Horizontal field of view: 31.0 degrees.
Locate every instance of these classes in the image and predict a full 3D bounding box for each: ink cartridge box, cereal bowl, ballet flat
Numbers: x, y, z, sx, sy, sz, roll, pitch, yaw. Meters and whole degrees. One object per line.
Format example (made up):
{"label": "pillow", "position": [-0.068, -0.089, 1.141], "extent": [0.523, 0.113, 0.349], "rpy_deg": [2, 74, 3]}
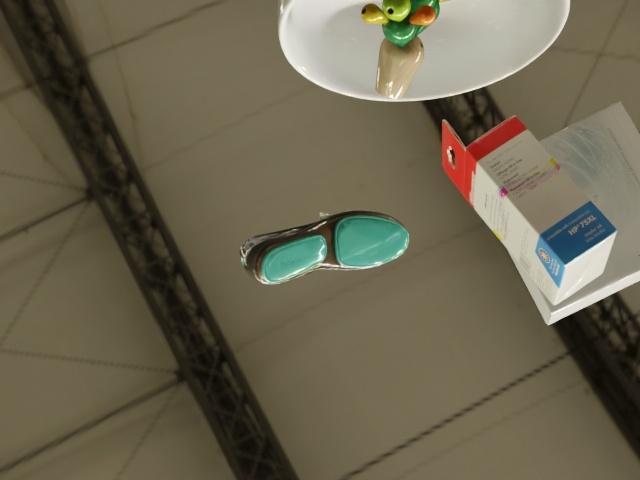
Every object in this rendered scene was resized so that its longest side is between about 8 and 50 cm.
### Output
{"label": "ink cartridge box", "position": [0.239, -0.051, 1.363], "extent": [0.078, 0.134, 0.231], "rpy_deg": [-33, -112, -8]}
{"label": "cereal bowl", "position": [0.115, -0.307, 1.364], "extent": [0.339, 0.339, 0.141], "rpy_deg": [-9, -113, 8]}
{"label": "ballet flat", "position": [0.000, 0.000, 1.759], "extent": [0.280, 0.095, 0.096], "rpy_deg": [-8, -160, -32]}

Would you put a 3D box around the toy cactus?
{"label": "toy cactus", "position": [0.091, -0.246, 1.263], "extent": [0.112, 0.180, 0.219], "rpy_deg": [17, -155, 1]}

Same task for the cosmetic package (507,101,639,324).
{"label": "cosmetic package", "position": [0.367, -0.034, 1.616], "extent": [0.224, 0.138, 0.224], "rpy_deg": [-27, -104, 5]}
